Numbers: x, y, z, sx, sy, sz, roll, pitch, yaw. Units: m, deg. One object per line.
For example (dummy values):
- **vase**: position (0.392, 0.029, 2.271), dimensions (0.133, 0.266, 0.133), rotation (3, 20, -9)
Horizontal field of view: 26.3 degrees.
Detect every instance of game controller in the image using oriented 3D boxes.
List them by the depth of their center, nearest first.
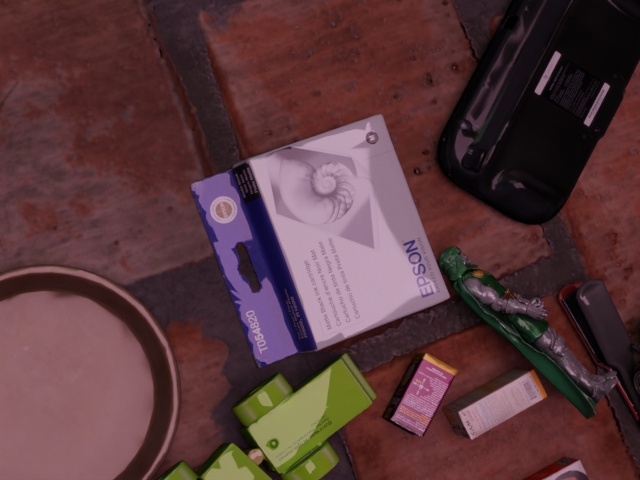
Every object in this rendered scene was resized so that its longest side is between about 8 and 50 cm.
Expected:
- **game controller**: position (0.262, -0.180, 1.547), dimensions (0.166, 0.067, 0.319), rotation (32, 82, -21)

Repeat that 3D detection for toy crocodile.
- **toy crocodile**: position (-0.086, 0.243, 1.438), dimensions (0.340, 0.105, 0.115), rotation (-41, 93, -15)

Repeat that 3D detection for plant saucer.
- **plant saucer**: position (-0.285, 0.164, 1.431), dimensions (0.278, 0.041, 0.277), rotation (1, 87, -9)

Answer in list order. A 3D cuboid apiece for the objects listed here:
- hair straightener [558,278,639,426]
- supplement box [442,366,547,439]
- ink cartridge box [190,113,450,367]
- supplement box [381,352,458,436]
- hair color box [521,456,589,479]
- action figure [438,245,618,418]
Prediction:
- **hair straightener**: position (0.343, 0.148, 1.517), dimensions (0.047, 0.089, 0.230), rotation (-25, 91, -19)
- **supplement box**: position (0.191, 0.178, 1.502), dimensions (0.098, 0.062, 0.036), rotation (-28, 93, -10)
- **ink cartridge box**: position (0.000, 0.000, 1.488), dimensions (0.224, 0.045, 0.223), rotation (-21, 91, -10)
- **supplement box**: position (0.108, 0.167, 1.492), dimensions (0.043, 0.055, 0.083), rotation (29, 81, -6)
- **hair color box**: position (0.234, 0.302, 1.511), dimensions (0.141, 0.043, 0.072), rotation (-26, 90, -11)
- **action figure**: position (0.220, 0.089, 1.493), dimensions (0.232, 0.137, 0.063), rotation (40, 98, 4)
